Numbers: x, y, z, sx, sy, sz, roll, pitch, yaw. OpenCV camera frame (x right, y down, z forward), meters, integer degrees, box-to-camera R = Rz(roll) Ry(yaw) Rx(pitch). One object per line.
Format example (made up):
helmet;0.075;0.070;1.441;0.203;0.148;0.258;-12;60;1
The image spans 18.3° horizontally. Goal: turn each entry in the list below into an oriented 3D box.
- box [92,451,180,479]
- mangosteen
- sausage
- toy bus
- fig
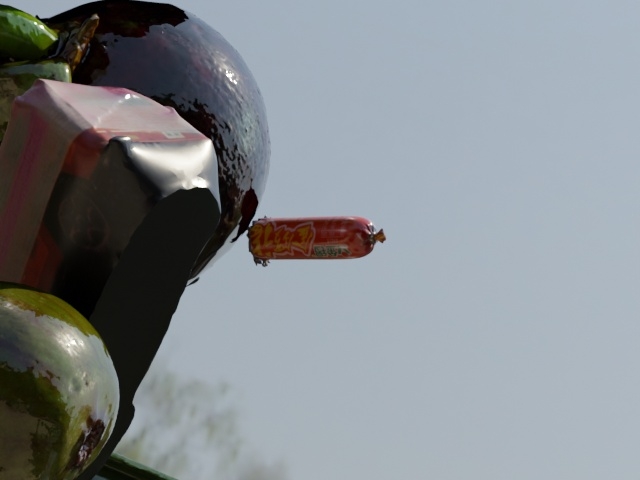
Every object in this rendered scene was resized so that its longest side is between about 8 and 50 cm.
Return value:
box;-0.229;0.375;1.876;0.253;0.178;0.329;19;-61;13
mangosteen;-0.208;-0.105;1.793;0.306;0.306;0.359;-2;-52;37
sausage;0.000;0.000;1.858;0.145;0.050;0.048;0;-24;36
toy bus;-0.186;0.034;1.452;0.147;0.303;0.127;40;28;30
fig;-0.254;0.075;1.311;0.259;0.151;0.151;30;-19;19
